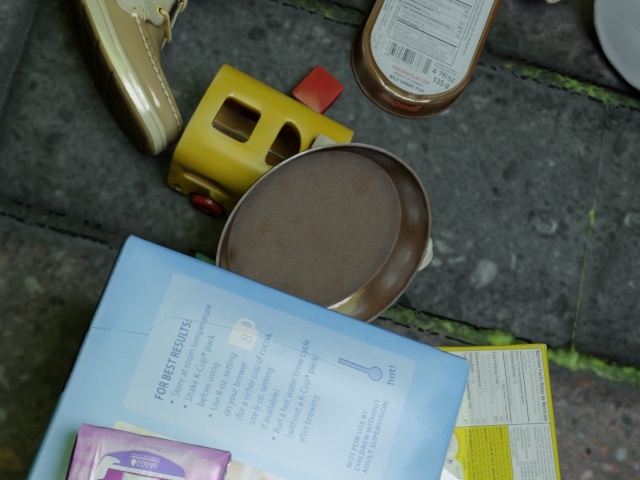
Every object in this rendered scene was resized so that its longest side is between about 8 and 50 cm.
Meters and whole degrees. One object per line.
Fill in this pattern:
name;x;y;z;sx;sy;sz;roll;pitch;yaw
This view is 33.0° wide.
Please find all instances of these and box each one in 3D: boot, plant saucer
boot;-0.104;-0.211;0.873;0.204;0.095;0.262;-19;75;-18
plant saucer;0.000;0.000;0.791;0.168;0.168;0.029;-17;36;-16

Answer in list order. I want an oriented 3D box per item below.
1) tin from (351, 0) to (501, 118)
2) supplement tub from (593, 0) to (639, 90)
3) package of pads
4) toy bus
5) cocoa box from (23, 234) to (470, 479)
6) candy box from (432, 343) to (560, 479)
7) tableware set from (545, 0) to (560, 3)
tin;0.097;-0.195;0.941;0.106;0.040;0.189;25;71;-9
supplement tub;0.353;-0.224;0.945;0.200;0.144;0.144;-34;84;-18
package of pads;-0.091;0.128;0.565;0.083;0.032;0.050;12;70;-6
toy bus;-0.017;-0.051;0.837;0.202;0.104;0.191;-18;79;-16
cocoa box;-0.083;0.212;0.681;0.231;0.228;0.347;21;71;-6
candy box;0.135;0.184;0.843;0.105;0.027;0.205;1;74;-14
tableware set;0.192;-0.283;0.975;0.169;0.020;0.141;45;52;8
